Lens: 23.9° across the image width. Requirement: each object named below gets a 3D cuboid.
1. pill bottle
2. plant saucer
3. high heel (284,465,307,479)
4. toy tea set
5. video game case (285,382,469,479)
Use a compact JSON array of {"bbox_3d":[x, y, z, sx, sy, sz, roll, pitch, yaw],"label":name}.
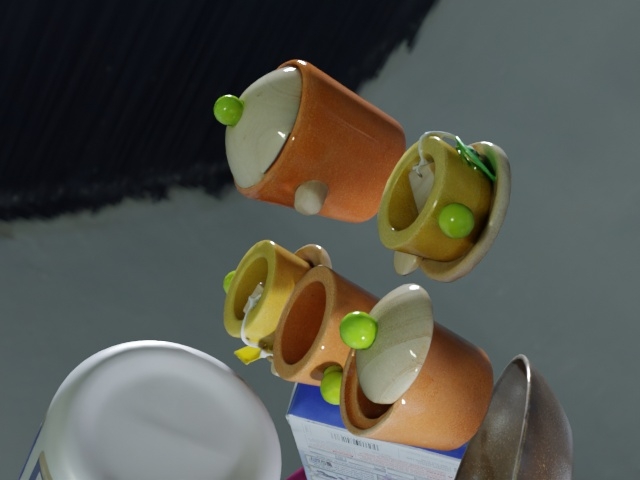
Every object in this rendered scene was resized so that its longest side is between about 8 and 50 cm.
[{"bbox_3d":[-0.138,0.197,1.022,0.153,0.265,0.153,14,49,-16],"label":"pill bottle"},{"bbox_3d":[0.109,0.232,1.024,0.050,0.311,0.311,19,33,1],"label":"plant saucer"},{"bbox_3d":[0.008,0.231,1.794,0.181,0.127,0.377,12,60,16],"label":"high heel"},{"bbox_3d":[0.000,0.000,0.900,0.124,0.200,0.336,22,2,-24],"label":"toy tea set"},{"bbox_3d":[0.111,0.228,1.543,0.269,0.244,0.061,14,65,11],"label":"video game case"}]
